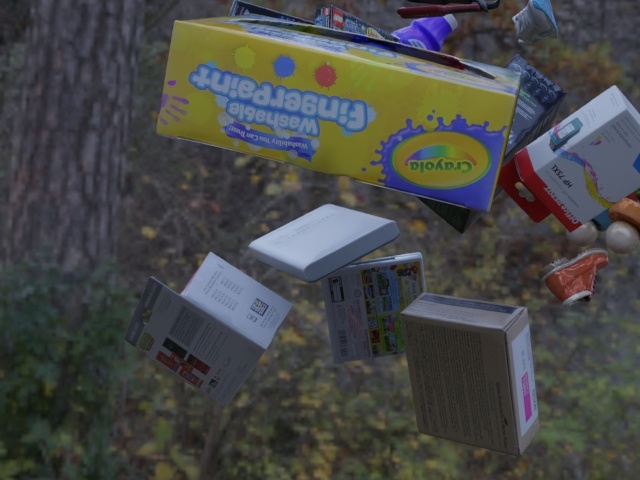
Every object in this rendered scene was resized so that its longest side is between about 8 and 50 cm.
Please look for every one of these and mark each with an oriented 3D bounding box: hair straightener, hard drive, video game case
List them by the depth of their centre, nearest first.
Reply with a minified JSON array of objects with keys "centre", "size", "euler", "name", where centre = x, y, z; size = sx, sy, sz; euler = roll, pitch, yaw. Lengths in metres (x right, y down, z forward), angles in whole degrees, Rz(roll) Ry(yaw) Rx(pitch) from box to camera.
[{"centre":[0.000,0.000,2.151],"size":[0.203,0.040,0.307],"euler":[-28,18,-17],"name":"hard drive"},{"centre":[0.263,-0.490,2.165],"size":[0.230,0.089,0.047],"euler":[1,-17,33],"name":"hair straightener"},{"centre":[0.114,0.139,2.222],"size":[0.206,0.227,0.026],"euler":[-9,29,1],"name":"video game case"}]

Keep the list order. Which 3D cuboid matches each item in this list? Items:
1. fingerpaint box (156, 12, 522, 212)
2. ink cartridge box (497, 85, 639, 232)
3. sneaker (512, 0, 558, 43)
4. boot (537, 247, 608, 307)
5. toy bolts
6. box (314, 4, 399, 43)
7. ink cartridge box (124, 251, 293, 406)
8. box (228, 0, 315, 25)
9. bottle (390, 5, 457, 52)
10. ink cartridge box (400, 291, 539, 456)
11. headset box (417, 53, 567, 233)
[{"centre":[0.048,-0.199,1.536],"size":[0.445,0.163,0.371],"euler":[14,16,9],"name":"fingerpaint box"},{"centre":[0.389,-0.107,1.647],"size":[0.134,0.231,0.078],"euler":[42,25,-27],"name":"ink cartridge box"},{"centre":[0.488,-0.499,2.505],"size":[0.092,0.087,0.228],"euler":[-13,-11,11],"name":"sneaker"},{"centre":[0.451,0.066,1.888],"size":[0.158,0.084,0.059],"euler":[-19,-23,-34],"name":"boot"},{"centre":[0.509,-0.075,1.998],"size":[0.218,0.158,0.228],"euler":[38,-8,0],"name":"toy bolts"},{"centre":[0.074,-0.360,2.205],"size":[0.044,0.159,0.233],"euler":[-4,-10,38],"name":"box"},{"centre":[-0.241,0.172,2.277],"size":[0.272,0.130,0.309],"euler":[33,-36,-2],"name":"ink cartridge box"},{"centre":[-0.078,-0.395,2.394],"size":[0.270,0.143,0.165],"euler":[18,-14,9],"name":"box"},{"centre":[0.193,-0.423,2.523],"size":[0.118,0.283,0.092],"euler":[50,-6,-22],"name":"bottle"},{"centre":[0.243,0.213,1.770],"size":[0.193,0.235,0.088],"euler":[7,29,35],"name":"ink cartridge box"},{"centre":[0.335,-0.191,2.142],"size":[0.131,0.283,0.246],"euler":[41,-17,15],"name":"headset box"}]
